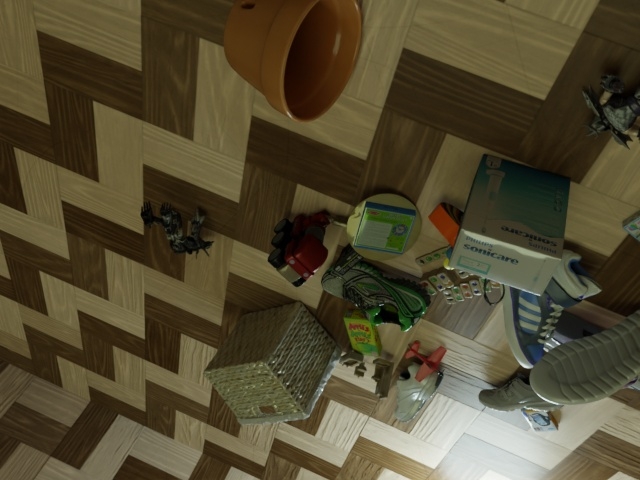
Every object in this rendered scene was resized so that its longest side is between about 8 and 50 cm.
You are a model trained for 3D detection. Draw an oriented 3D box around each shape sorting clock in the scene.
[{"bbox_3d":[0.174,-0.036,1.678,0.206,0.040,0.206,-1,122,-2],"label":"shape sorting clock"}]

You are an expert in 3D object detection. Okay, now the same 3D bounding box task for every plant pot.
[{"bbox_3d":[-0.071,-0.429,1.332,0.203,0.291,0.291,29,139,24],"label":"plant pot"}]

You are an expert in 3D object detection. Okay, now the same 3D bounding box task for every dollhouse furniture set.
[{"bbox_3d":[0.147,0.470,2.107,0.151,0.123,0.144,19,155,-11],"label":"dollhouse furniture set"}]

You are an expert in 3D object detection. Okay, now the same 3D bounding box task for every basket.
[{"bbox_3d":[-0.162,0.419,2.110,0.328,0.331,0.266,-18,114,37],"label":"basket"}]

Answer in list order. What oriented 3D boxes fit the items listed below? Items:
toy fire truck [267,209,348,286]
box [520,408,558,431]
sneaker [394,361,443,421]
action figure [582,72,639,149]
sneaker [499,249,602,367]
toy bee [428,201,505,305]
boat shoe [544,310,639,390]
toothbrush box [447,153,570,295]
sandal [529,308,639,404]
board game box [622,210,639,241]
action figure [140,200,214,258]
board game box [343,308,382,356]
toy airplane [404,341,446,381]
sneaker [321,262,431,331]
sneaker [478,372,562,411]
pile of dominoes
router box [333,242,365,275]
[{"bbox_3d":[0.000,0.000,1.734,0.246,0.217,0.158,-33,117,25],"label":"toy fire truck"},{"bbox_3d":[0.735,0.598,2.039,0.081,0.028,0.136,-18,118,37],"label":"box"},{"bbox_3d":[0.320,0.524,2.139,0.129,0.111,0.297,33,131,12],"label":"sneaker"},{"bbox_3d":[0.654,-0.283,1.220,0.185,0.099,0.285,39,139,-18],"label":"action figure"},{"bbox_3d":[0.606,0.177,1.578,0.236,0.130,0.323,-9,96,40],"label":"sneaker"},{"bbox_3d":[0.401,0.035,1.568,0.162,0.298,0.195,4,156,-41],"label":"toy bee"},{"bbox_3d":[0.762,0.340,1.711,0.367,0.136,0.156,26,136,6],"label":"boat shoe"},{"bbox_3d":[0.437,-0.044,1.401,0.216,0.295,0.126,17,135,10],"label":"toothbrush box"},{"bbox_3d":[0.743,0.316,1.567,0.416,0.169,0.102,-25,136,0],"label":"sandal"},{"bbox_3d":[0.800,-0.047,1.413,0.103,0.026,0.154,36,136,-8],"label":"board game box"},{"bbox_3d":[-0.443,-0.041,1.957,0.164,0.141,0.276,-6,154,20],"label":"action figure"},{"bbox_3d":[0.144,0.313,2.054,0.092,0.043,0.181,3,131,25],"label":"board game box"},{"bbox_3d":[0.343,0.391,2.008,0.151,0.028,0.151,1,92,23],"label":"toy airplane"},{"bbox_3d":[0.146,0.165,1.830,0.343,0.146,0.134,15,137,29],"label":"sneaker"},{"bbox_3d":[0.634,0.476,1.951,0.281,0.105,0.115,-15,88,40],"label":"sneaker"},{"bbox_3d":[0.404,0.097,1.731,0.251,0.040,0.196,-26,115,41],"label":"pile of dominoes"},{"bbox_3d":[0.096,0.037,1.789,0.038,0.092,0.122,37,136,-9],"label":"router box"}]
